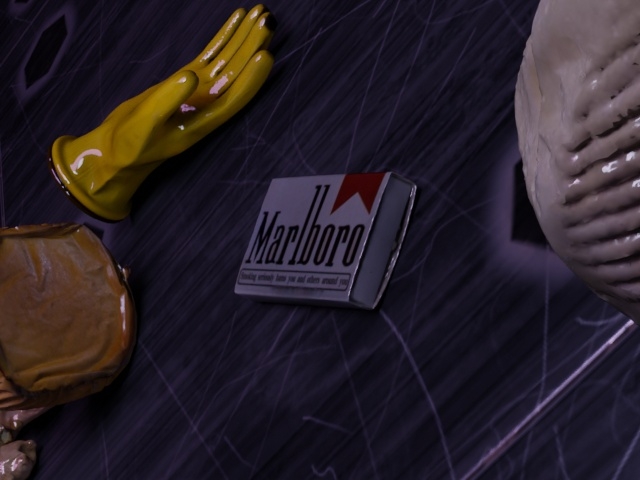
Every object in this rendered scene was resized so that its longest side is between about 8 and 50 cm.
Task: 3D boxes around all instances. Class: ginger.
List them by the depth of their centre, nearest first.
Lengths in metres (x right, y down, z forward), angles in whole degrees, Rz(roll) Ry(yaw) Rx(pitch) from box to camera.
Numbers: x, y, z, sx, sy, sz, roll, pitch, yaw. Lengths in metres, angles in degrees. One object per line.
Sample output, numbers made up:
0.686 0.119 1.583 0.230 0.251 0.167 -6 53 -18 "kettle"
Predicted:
-0.336 0.179 1.375 0.149 0.065 0.258 10 68 43 "ginger"

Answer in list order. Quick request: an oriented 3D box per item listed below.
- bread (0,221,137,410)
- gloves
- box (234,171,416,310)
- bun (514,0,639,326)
-0.288 0.079 1.251 0.104 0.199 0.199 -24 48 44 "bread"
-0.155 -0.151 1.341 0.294 0.116 0.133 -39 46 21 "gloves"
0.000 0.000 1.058 0.177 0.036 0.115 1 67 55 "box"
0.231 -0.083 0.632 0.282 0.281 0.204 -30 19 40 "bun"
